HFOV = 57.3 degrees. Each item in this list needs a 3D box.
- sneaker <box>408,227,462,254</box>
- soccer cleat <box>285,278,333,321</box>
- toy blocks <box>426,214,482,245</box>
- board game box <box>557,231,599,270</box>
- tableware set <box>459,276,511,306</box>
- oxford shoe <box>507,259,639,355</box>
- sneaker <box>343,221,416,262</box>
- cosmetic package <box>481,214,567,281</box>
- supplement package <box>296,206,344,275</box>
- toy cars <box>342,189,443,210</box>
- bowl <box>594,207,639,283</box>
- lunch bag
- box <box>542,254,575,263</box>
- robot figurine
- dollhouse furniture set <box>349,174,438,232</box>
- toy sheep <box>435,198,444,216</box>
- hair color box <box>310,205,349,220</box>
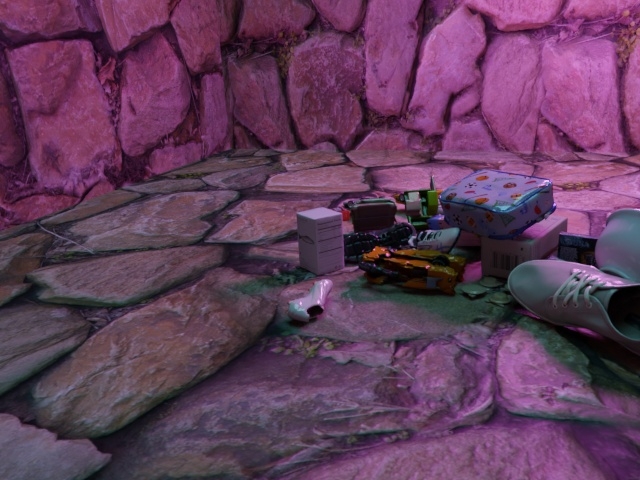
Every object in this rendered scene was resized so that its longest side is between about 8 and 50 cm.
[{"bbox_3d":[0.340,0.003,1.761,0.086,0.085,0.237,33,-20,-11],"label":"sneaker"},{"bbox_3d":[-0.013,0.159,1.509,0.076,0.068,0.196,23,29,24],"label":"soccer cleat"},{"bbox_3d":[0.546,-0.077,1.993,0.382,0.190,0.261,-25,15,-34],"label":"toy blocks"},{"bbox_3d":[0.749,0.050,1.607,0.186,0.126,0.026,11,23,35],"label":"board game box"},{"bbox_3d":[0.469,0.132,1.570,0.169,0.020,0.141,-18,24,-38],"label":"tableware set"},{"bbox_3d":[0.603,0.128,1.310,0.130,0.169,0.449,38,-5,-34],"label":"oxford shoe"},{"bbox_3d":[0.177,0.017,1.894,0.268,0.101,0.106,-14,-8,-13],"label":"sneaker"},{"bbox_3d":[0.604,0.017,1.727,0.153,0.129,0.296,11,23,40],"label":"cosmetic package"},{"bbox_3d":[0.000,0.000,1.790,0.105,0.179,0.105,-14,21,-31],"label":"supplement package"},{"bbox_3d":[0.291,-0.140,2.333,0.394,0.087,0.176,-8,6,-2],"label":"toy cars"},{"bbox_3d":[0.753,0.079,1.370,0.134,0.297,0.298,-40,26,-5],"label":"bowl"},{"bbox_3d":[0.510,-0.111,1.675,0.243,0.114,0.303,-29,27,-20],"label":"lunch bag"},{"bbox_3d":[0.651,0.111,1.532,0.191,0.045,0.184,24,34,38],"label":"box"},{"bbox_3d":[0.253,0.079,1.663,0.291,0.084,0.211,7,20,25],"label":"robot figurine"},{"bbox_3d":[0.254,-0.139,2.084,0.302,0.151,0.197,-4,-26,3],"label":"dollhouse furniture set"},{"bbox_3d":[0.448,-0.114,2.224,0.091,0.091,0.132,0,33,10],"label":"toy sheep"},{"bbox_3d":[0.036,-0.100,2.305,0.141,0.043,0.072,-9,20,-16],"label":"hair color box"}]
